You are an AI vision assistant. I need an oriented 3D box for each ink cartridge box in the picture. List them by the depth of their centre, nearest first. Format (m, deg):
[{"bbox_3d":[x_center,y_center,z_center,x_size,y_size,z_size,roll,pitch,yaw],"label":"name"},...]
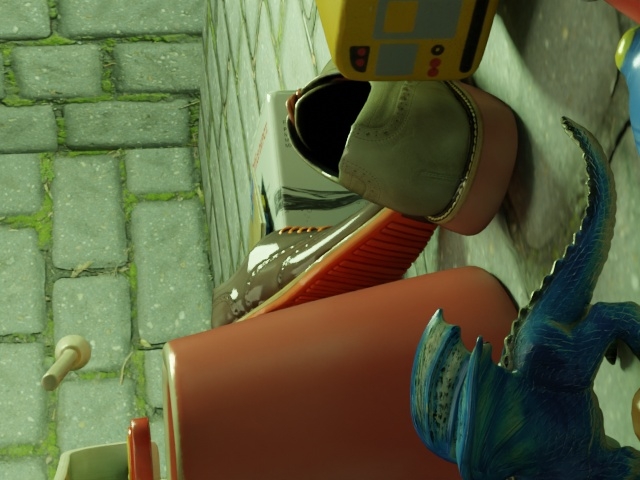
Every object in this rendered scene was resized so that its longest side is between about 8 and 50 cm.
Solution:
[{"bbox_3d":[0.000,0.000,1.210,0.197,0.114,0.273,120,144,-72],"label":"ink cartridge box"}]

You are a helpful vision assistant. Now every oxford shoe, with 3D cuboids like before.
[{"bbox_3d":[0.034,-0.107,0.892,0.348,0.130,0.123,-132,57,-70],"label":"oxford shoe"},{"bbox_3d":[-0.010,0.016,1.020,0.271,0.097,0.098,-37,57,30],"label":"oxford shoe"}]

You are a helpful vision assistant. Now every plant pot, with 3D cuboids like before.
[{"bbox_3d":[0.011,0.162,0.845,0.275,0.243,0.275,177,90,-79],"label":"plant pot"}]

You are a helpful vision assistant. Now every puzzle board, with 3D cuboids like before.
[{"bbox_3d":[-0.065,0.003,1.217,0.096,0.011,0.128,-103,14,-50],"label":"puzzle board"}]

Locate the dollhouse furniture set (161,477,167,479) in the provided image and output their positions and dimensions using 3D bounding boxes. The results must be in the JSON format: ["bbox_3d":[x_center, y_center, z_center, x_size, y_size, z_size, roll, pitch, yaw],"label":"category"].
[{"bbox_3d":[-0.108,0.342,1.207,0.303,0.355,0.174,12,-108,-60],"label":"dollhouse furniture set"}]

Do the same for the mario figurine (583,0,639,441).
[{"bbox_3d":[0.117,-0.063,0.380,0.198,0.170,0.321,-1,102,45],"label":"mario figurine"}]

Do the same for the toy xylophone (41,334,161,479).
[{"bbox_3d":[-0.149,0.193,0.825,0.322,0.081,0.236,-151,58,-78],"label":"toy xylophone"}]

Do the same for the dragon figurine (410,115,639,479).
[{"bbox_3d":[0.100,0.082,0.606,0.085,0.144,0.289,-150,57,-77],"label":"dragon figurine"}]

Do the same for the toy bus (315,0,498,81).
[{"bbox_3d":[0.047,-0.256,0.830,0.108,0.130,0.333,98,165,-46],"label":"toy bus"}]
